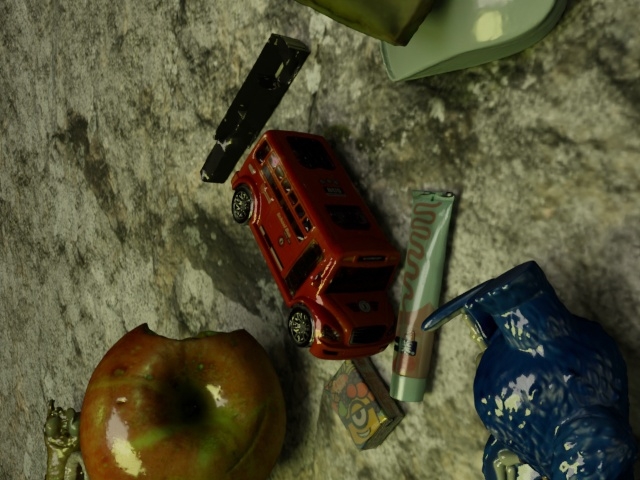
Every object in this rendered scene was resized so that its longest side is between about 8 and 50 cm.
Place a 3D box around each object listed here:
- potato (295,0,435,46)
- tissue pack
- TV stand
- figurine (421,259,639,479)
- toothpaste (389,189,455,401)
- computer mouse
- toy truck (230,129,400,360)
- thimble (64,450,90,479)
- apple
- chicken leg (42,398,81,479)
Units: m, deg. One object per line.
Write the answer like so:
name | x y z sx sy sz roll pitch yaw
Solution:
potato | -0.003 -0.364 0.560 0.213 0.280 0.330 36 102 57
tissue pack | 0.045 0.172 0.734 0.063 0.035 0.083 -59 46 32
TV stand | -0.095 -0.168 0.911 0.249 0.036 0.042 -51 54 38
figurine | 0.183 0.139 0.513 0.262 0.121 0.164 68 167 -7
toothpaste | 0.098 0.053 0.675 0.056 0.036 0.205 9 93 52
computer mouse | 0.122 -0.221 0.621 0.231 0.079 0.127 -3 84 54
toy truck | 0.000 0.000 0.735 0.114 0.107 0.252 -55 50 35
thimble | -0.395 0.426 1.227 0.102 0.090 0.115 -57 47 28
apple | -0.169 0.219 0.836 0.226 0.246 0.246 -48 53 57
chicken leg | -0.479 0.512 1.292 0.201 0.153 0.429 -40 51 56
